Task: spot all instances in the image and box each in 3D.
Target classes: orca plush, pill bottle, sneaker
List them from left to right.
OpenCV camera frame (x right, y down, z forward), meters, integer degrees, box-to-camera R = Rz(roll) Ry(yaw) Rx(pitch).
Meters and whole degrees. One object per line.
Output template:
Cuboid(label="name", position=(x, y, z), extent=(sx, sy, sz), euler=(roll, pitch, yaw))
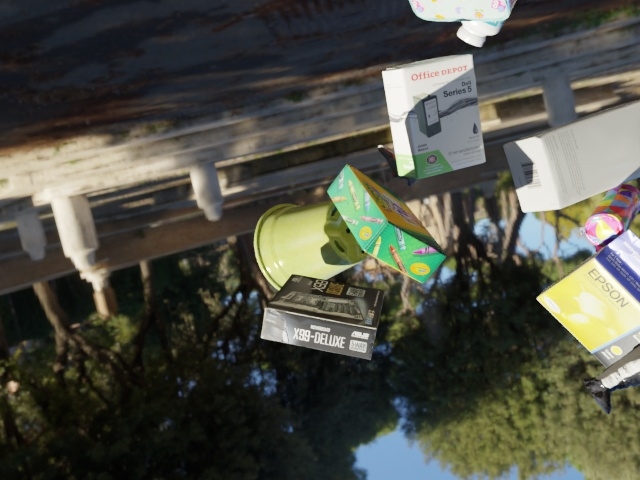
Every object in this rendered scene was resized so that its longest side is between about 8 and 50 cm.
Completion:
Cuboid(label="sneaker", position=(0.215, -0.214, 1.980), extent=(0.064, 0.158, 0.061), euler=(-54, 159, 19))
Cuboid(label="pill bottle", position=(0.529, -0.749, 2.162), extent=(0.146, 0.264, 0.146), euler=(17, -147, -12))
Cuboid(label="orca plush", position=(0.639, 0.235, 1.257), extent=(0.287, 0.102, 0.151), euler=(-36, -175, -3))

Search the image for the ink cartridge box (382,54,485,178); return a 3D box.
Cuboid(label="ink cartridge box", position=(0.283, -0.309, 1.715), extent=(0.199, 0.272, 0.115), euler=(-15, -165, -16))

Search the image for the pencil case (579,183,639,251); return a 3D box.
Cuboid(label="pencil case", position=(0.742, -0.061, 1.747), extent=(0.104, 0.104, 0.236), euler=(-9, -161, 42))

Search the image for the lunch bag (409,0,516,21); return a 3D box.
Cuboid(label="lunch bag", position=(0.336, -0.635, 1.678), extent=(0.279, 0.107, 0.224), euler=(16, 158, 35))

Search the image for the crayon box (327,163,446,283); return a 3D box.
Cuboid(label="crayon box", position=(0.133, -0.041, 1.456), extent=(0.165, 0.081, 0.278), euler=(28, -162, -28))

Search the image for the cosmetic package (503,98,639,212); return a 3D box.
Cuboid(label="cosmetic package", position=(0.683, -0.218, 1.775), extent=(0.366, 0.196, 0.155), euler=(-19, -175, -21))

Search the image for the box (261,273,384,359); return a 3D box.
Cuboid(label="box", position=(0.016, 0.167, 1.596), extent=(0.243, 0.076, 0.307), euler=(11, -168, 7))

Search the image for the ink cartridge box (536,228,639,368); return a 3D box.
Cuboid(label="ink cartridge box", position=(0.733, 0.170, 1.662), extent=(0.072, 0.303, 0.307), euler=(-37, 169, -35))

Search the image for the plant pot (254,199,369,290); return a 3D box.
Cuboid(label="plant pot", position=(0.000, 0.000, 1.917), extent=(0.276, 0.275, 0.254), euler=(-18, 180, -43))
